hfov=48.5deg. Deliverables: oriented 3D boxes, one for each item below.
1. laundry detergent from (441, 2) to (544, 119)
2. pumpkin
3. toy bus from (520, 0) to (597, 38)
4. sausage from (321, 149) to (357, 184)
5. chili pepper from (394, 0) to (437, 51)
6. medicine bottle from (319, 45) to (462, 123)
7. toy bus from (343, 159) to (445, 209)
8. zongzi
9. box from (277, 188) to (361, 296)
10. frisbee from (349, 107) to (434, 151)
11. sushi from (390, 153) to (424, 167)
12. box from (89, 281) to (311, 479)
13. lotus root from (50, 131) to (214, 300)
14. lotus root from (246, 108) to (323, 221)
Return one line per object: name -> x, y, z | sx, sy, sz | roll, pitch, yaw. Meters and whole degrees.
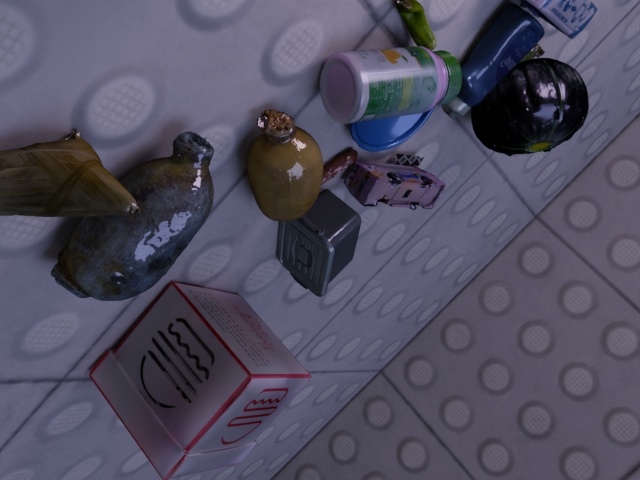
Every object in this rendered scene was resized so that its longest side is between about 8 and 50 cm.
laundry detergent -> 0.391, -0.406, 1.665 | 0.290, 0.094, 0.143 | -51, 158, 19
pumpkin -> 0.521, -0.364, 1.807 | 0.295, 0.296, 0.296 | -34, 155, -18
toy bus -> 0.504, -0.542, 1.562 | 0.106, 0.131, 0.297 | -53, 155, 22
sausage -> 0.024, -0.159, 1.602 | 0.158, 0.042, 0.036 | -37, 118, -15
chili pepper -> 0.182, -0.425, 1.368 | 0.201, 0.051, 0.050 | 27, 84, -65
medicine bottle -> 0.143, -0.304, 1.371 | 0.274, 0.133, 0.133 | -13, 144, -33
toy bus -> 0.186, -0.138, 1.745 | 0.274, 0.112, 0.090 | 0, 125, -46
zongzi -> -0.366, -0.065, 0.971 | 0.194, 0.197, 0.099 | -21, 133, -34
box -> 0.000, 0.000, 1.697 | 0.135, 0.163, 0.243 | -39, 156, -29
frisbee -> 0.159, -0.300, 1.547 | 0.242, 0.045, 0.242 | -25, 143, -21
sushi -> 0.197, -0.176, 1.842 | 0.120, 0.026, 0.126 | 2, 125, -47
box -> -0.263, 0.311, 1.617 | 0.300, 0.314, 0.312 | -49, 155, 9
lotus root -> -0.291, -0.027, 1.192 | 0.349, 0.175, 0.175 | -45, 156, 8
lotus root -> -0.069, -0.127, 1.392 | 0.146, 0.131, 0.303 | -35, 155, -18
